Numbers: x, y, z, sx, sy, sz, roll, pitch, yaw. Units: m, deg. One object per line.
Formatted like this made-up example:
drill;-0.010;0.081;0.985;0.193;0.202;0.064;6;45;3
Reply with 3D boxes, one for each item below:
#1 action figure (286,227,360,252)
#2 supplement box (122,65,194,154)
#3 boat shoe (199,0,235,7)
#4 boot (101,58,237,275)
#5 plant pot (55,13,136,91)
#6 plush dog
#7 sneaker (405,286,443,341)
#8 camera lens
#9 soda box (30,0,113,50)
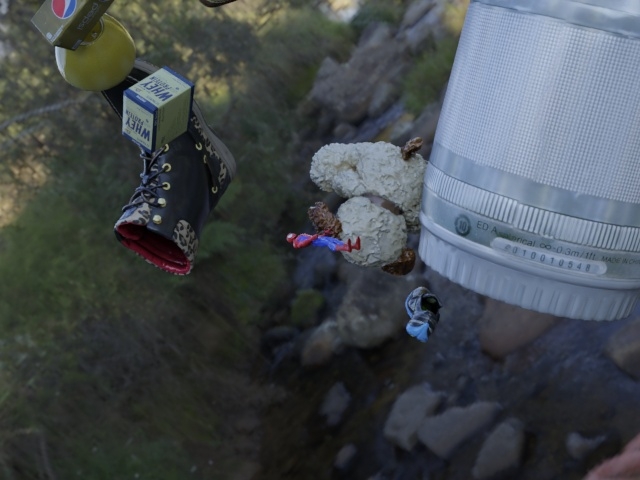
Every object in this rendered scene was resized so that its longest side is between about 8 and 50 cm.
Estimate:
action figure;0.000;0.000;1.332;0.115;0.030;0.038;1;13;35
supplement box;-0.226;-0.182;1.330;0.083;0.056;0.083;-42;-22;-38
boat shoe;-0.106;-0.361;1.295;0.178;0.064;0.060;-49;2;-35
boot;-0.317;-0.137;1.816;0.138;0.377;0.284;-7;51;30
plant pot;-0.380;-0.327;1.574;0.134;0.134;0.095;-49;-11;-13
plush dog;0.105;-0.056;1.697;0.210;0.262;0.225;-31;37;63
sneaker;0.212;0.137;1.891;0.078;0.067;0.188;-54;6;18
camera lens;0.213;-0.093;0.825;0.219;0.219;0.274;-107;29;-74
soda box;-0.356;-0.379;1.452;0.181;0.061;0.058;-47;-15;16
